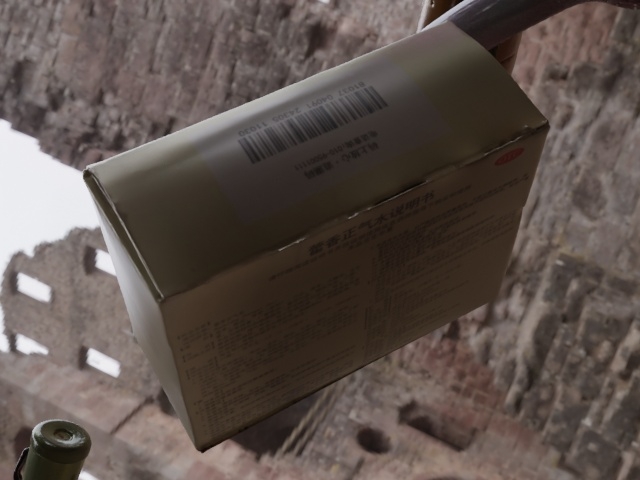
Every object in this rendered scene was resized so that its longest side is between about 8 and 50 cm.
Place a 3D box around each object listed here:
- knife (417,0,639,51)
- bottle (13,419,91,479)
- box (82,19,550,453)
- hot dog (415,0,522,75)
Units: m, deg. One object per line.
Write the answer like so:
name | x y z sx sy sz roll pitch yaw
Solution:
knife | 0.143 -0.180 0.696 0.053 0.278 0.123 20 -124 -44
bottle | -0.218 0.194 0.746 0.047 0.063 0.101 5 -67 -40
box | 0.000 0.000 0.506 0.212 0.095 0.168 -25 -30 -17
hot dog | 0.139 -0.173 0.897 0.249 0.100 0.068 89 -179 -56
